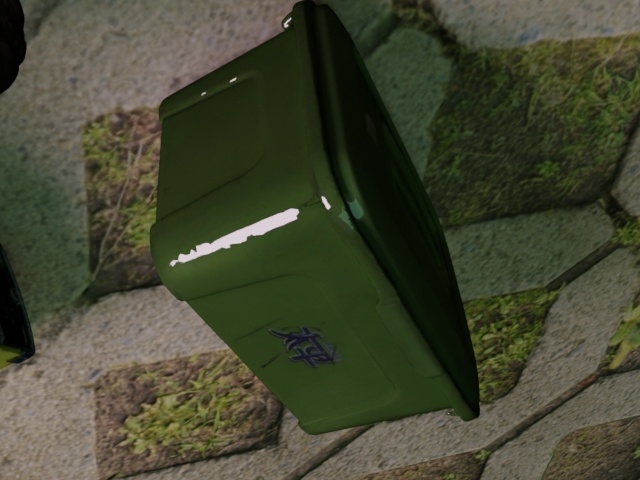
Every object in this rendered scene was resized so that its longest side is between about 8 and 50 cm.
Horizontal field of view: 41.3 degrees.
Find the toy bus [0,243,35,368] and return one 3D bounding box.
[{"bbox_3d":[-0.344,0.045,0.631,0.150,0.128,0.262,-26,162,6],"label":"toy bus"}]

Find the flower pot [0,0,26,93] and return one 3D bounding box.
[{"bbox_3d":[-0.325,-0.171,0.430,0.267,0.266,0.267,-20,123,-2],"label":"flower pot"}]

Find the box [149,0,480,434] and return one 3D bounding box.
[{"bbox_3d":[0.000,0.000,0.712,0.178,0.252,0.328,-18,135,14],"label":"box"}]
